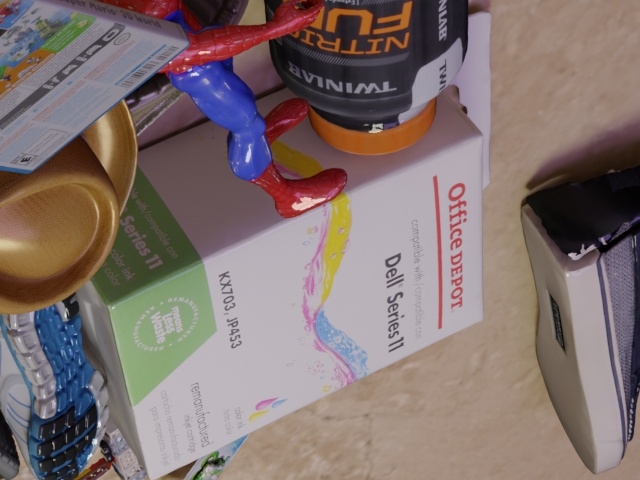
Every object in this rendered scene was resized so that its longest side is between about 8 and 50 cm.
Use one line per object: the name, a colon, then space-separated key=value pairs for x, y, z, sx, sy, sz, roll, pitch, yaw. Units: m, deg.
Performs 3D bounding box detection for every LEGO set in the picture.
LEGO set: x=-0.152 y=0.187 z=1.494 sx=0.182 sy=0.060 sz=0.244 roll=0 pitch=132 yaw=-55

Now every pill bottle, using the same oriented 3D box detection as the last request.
pill bottle: x=0.028 y=-0.166 z=1.175 sx=0.130 sy=0.130 sz=0.246 roll=-25 pitch=141 yaw=-17

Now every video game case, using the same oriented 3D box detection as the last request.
video game case: x=-0.151 y=-0.076 z=0.886 sx=0.119 sy=0.015 sz=0.166 roll=-35 pitch=160 yaw=24

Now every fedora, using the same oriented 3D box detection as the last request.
fedora: x=-0.173 y=-0.016 z=1.028 sx=0.194 sy=0.079 sz=0.194 roll=-21 pitch=131 yaw=-26

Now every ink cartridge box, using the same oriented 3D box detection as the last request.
ink cartridge box: x=0.000 y=0.000 z=1.337 sx=0.353 sy=0.119 sz=0.207 roll=-25 pitch=141 yaw=-16

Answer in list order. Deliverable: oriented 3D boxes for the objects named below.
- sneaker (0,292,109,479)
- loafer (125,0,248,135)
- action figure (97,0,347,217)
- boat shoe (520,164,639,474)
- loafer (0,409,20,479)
sneaker: x=-0.201 y=0.085 z=1.289 sx=0.071 sy=0.083 sz=0.191 roll=-39 pitch=135 yaw=-41
loafer: x=-0.157 y=-0.089 z=1.140 sx=0.268 sy=0.102 sz=0.092 roll=-40 pitch=180 yaw=-10
action figure: x=-0.040 y=-0.120 z=1.033 sx=0.139 sy=0.091 sz=0.280 roll=-36 pitch=150 yaw=10
boat shoe: x=0.274 y=0.066 z=1.622 sx=0.158 sy=0.127 sz=0.340 roll=-23 pitch=141 yaw=-7
loafer: x=-0.287 y=0.104 z=1.249 sx=0.087 sy=0.094 sz=0.251 roll=-28 pitch=145 yaw=11
